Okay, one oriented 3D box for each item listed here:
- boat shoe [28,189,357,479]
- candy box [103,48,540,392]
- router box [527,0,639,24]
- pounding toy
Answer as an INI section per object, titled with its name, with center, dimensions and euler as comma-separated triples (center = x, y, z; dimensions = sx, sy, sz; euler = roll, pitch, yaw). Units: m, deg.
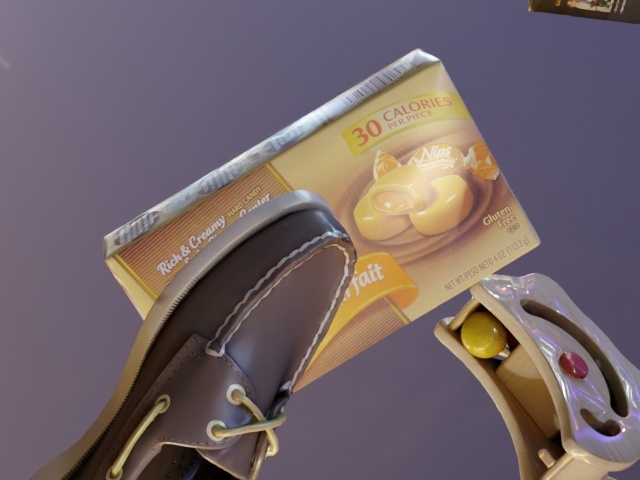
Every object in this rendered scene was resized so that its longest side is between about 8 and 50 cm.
[boat shoe]
center = -0.077, 0.118, 0.912
dimensions = 0.324, 0.116, 0.096
euler = -51, -132, -1
[candy box]
center = 0.000, 0.000, 1.269
dimensions = 0.316, 0.183, 0.087
euler = -31, -164, 1
[router box]
center = 0.316, -0.315, 1.243
dimensions = 0.309, 0.243, 0.081
euler = 99, -3, -45
[pounding toy]
center = 0.201, 0.171, 1.375
dimensions = 0.154, 0.269, 0.155
euler = -24, 157, -50
